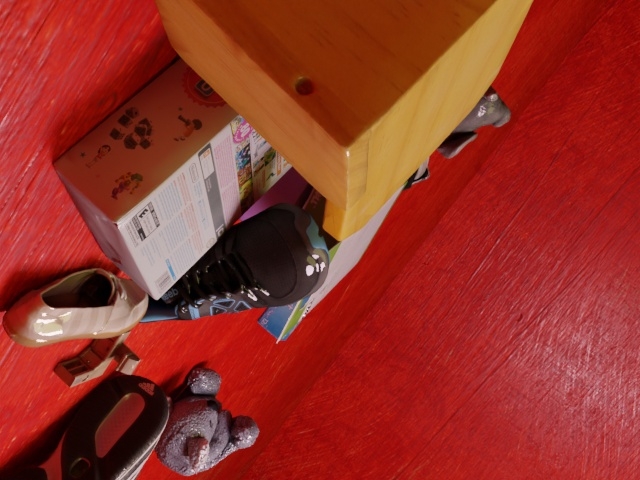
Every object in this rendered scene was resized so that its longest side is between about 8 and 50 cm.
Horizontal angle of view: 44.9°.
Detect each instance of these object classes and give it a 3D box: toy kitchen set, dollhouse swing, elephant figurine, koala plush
[{"bbox_3d":[-0.297,0.162,1.052,0.083,0.068,0.075,-55,167,15],"label":"toy kitchen set"},{"bbox_3d":[0.039,-0.219,0.774,0.347,0.315,0.305,-47,-176,-16],"label":"dollhouse swing"},{"bbox_3d":[0.297,-0.262,1.751,0.239,0.169,0.186,-38,141,16],"label":"elephant figurine"},{"bbox_3d":[-0.258,0.376,1.532,0.203,0.196,0.221,-39,170,-6],"label":"koala plush"}]

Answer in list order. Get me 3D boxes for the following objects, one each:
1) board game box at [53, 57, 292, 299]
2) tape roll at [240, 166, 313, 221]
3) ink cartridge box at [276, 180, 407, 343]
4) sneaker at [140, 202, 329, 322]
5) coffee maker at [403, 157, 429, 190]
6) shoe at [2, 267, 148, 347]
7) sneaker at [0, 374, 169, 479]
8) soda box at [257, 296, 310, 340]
[{"bbox_3d":[-0.122,-0.102,0.858,0.303,0.097,0.224,-45,167,-19],"label":"board game box"},{"bbox_3d":[-0.009,-0.110,1.233,0.275,0.090,0.275,-47,167,-14],"label":"tape roll"},{"bbox_3d":[0.000,0.000,1.116,0.255,0.097,0.188,-41,164,-49],"label":"ink cartridge box"},{"bbox_3d":[-0.123,0.051,0.990,0.140,0.125,0.341,-26,-178,-42],"label":"sneaker"},{"bbox_3d":[0.158,-0.175,1.554,0.171,0.120,0.178,-45,165,-21],"label":"coffee maker"},{"bbox_3d":[-0.265,0.073,0.897,0.058,0.076,0.219,-50,166,20],"label":"shoe"},{"bbox_3d":[-0.406,0.433,1.208,0.447,0.169,0.257,-45,164,-33],"label":"sneaker"},{"bbox_3d":[-0.050,0.132,1.803,0.210,0.071,0.067,-51,167,1],"label":"soda box"}]
